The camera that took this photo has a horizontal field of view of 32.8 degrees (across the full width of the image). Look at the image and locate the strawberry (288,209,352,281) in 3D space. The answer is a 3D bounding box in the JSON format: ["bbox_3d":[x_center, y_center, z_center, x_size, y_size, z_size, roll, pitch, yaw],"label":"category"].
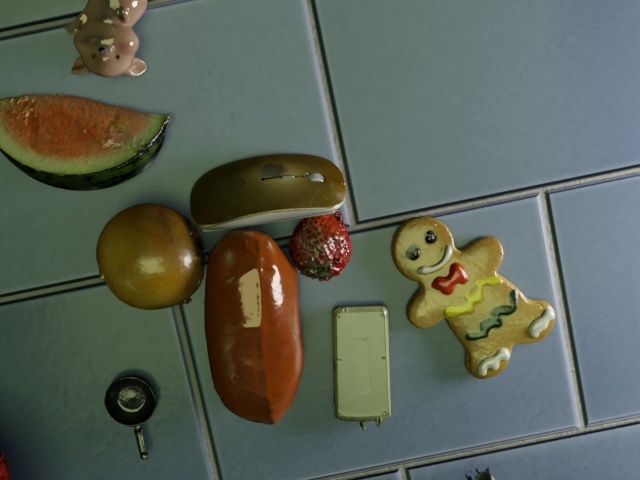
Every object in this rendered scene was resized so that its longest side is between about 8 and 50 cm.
[{"bbox_3d":[0.000,0.000,1.384,0.083,0.083,0.096,22,75,-4],"label":"strawberry"}]

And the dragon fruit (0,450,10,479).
[{"bbox_3d":[-0.507,0.341,1.360,0.299,0.244,0.244,40,97,16],"label":"dragon fruit"}]

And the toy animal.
[{"bbox_3d":[-0.254,-0.266,1.342,0.083,0.089,0.150,23,102,18],"label":"toy animal"}]

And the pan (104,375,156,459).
[{"bbox_3d":[-0.246,0.234,1.444,0.068,0.023,0.115,-12,96,0],"label":"pan"}]

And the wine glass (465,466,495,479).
[{"bbox_3d":[0.355,0.415,1.404,0.357,0.190,0.190,12,99,0],"label":"wine glass"}]

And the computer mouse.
[{"bbox_3d":[-0.068,-0.061,1.369,0.199,0.102,0.045,-8,138,1],"label":"computer mouse"}]

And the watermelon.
[{"bbox_3d":[-0.313,-0.125,1.373,0.245,0.063,0.119,4,81,4],"label":"watermelon"}]

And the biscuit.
[{"bbox_3d":[0.188,0.067,1.419,0.240,0.035,0.158,44,94,-7],"label":"biscuit"}]

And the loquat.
[{"bbox_3d":[-0.210,0.023,1.354,0.141,0.141,0.141,0,99,-1],"label":"loquat"}]

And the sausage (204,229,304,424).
[{"bbox_3d":[-0.086,0.110,1.370,0.133,0.133,0.258,-3,106,0],"label":"sausage"}]

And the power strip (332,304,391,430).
[{"bbox_3d":[0.054,0.169,1.436,0.076,0.028,0.169,-1,98,-1],"label":"power strip"}]
